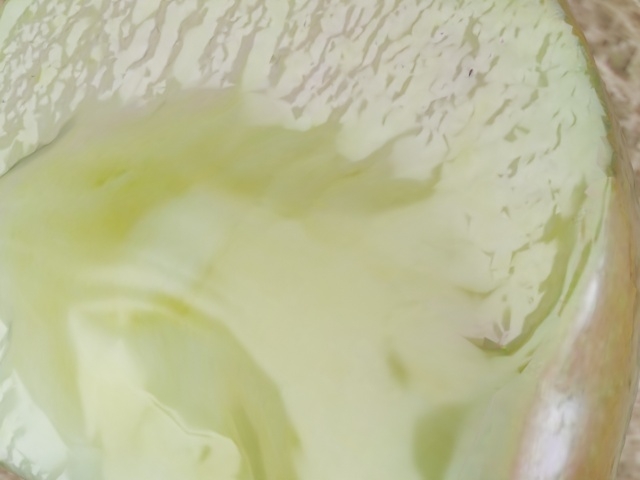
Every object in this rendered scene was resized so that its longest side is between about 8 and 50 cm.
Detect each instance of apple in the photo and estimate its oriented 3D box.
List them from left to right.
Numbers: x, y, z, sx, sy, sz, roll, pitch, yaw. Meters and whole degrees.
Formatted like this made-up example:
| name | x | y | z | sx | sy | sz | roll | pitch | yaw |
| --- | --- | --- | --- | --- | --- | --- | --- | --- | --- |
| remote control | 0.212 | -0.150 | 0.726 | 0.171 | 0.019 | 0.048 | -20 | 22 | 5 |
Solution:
| name | x | y | z | sx | sy | sz | roll | pitch | yaw |
| --- | --- | --- | --- | --- | --- | --- | --- | --- | --- |
| apple | 0.000 | 0.000 | 0.518 | 0.265 | 0.120 | 0.193 | 26 | 90 | 45 |
